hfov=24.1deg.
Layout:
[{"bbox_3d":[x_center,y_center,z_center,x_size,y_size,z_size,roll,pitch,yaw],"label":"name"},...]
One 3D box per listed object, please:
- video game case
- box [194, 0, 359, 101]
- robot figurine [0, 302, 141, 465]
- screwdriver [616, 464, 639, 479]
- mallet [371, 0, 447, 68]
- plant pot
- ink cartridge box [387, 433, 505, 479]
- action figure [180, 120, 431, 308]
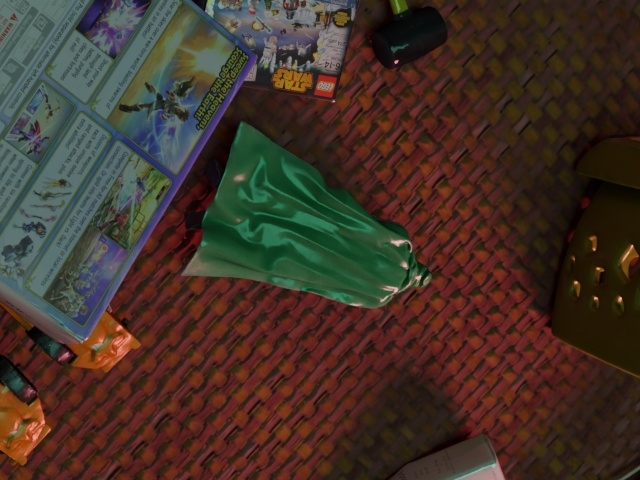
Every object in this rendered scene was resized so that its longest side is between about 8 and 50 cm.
[{"bbox_3d":[-0.209,-0.102,1.093,0.244,0.061,0.270,38,68,-23],"label":"video game case"},{"bbox_3d":[-0.041,-0.171,1.237,0.137,0.027,0.094,6,105,-28],"label":"box"},{"bbox_3d":[-0.288,0.036,1.155,0.211,0.085,0.291,-46,121,-6],"label":"robot figurine"},{"bbox_3d":[0.366,0.217,1.573,0.170,0.024,0.025,-26,146,-20],"label":"screwdriver"},{"bbox_3d":[0.044,-0.233,1.256,0.062,0.039,0.190,-36,115,-15],"label":"mallet"},{"bbox_3d":[0.369,0.010,1.394,0.227,0.228,0.207,-5,102,-25],"label":"plant pot"},{"bbox_3d":[0.091,0.310,1.469,0.224,0.056,0.181,-21,117,2],"label":"ink cartridge box"},{"bbox_3d":[0.000,0.000,1.296,0.232,0.063,0.137,22,95,-27],"label":"action figure"}]
